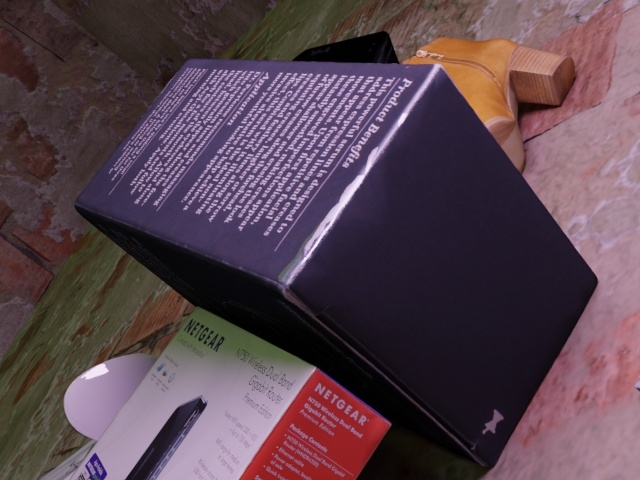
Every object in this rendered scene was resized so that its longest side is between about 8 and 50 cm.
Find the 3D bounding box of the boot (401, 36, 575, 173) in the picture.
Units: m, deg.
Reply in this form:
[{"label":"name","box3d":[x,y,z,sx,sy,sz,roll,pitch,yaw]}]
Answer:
[{"label":"boot","box3d":[0.155,-0.146,1.052,0.211,0.104,0.295,16,54,39]}]

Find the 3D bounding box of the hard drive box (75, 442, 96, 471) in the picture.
[{"label":"hard drive box","box3d":[-0.234,0.374,0.959,0.089,0.181,0.232,-13,43,58]}]

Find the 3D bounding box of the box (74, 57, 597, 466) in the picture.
[{"label":"box","box3d":[0.000,0.000,0.826,0.395,0.293,0.212,17,68,51]}]

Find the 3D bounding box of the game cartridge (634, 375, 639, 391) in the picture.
[{"label":"game cartridge","box3d":[0.267,0.105,0.614,0.056,0.017,0.083,-52,20,7]}]

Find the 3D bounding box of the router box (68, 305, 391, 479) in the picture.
[{"label":"router box","box3d":[-0.123,0.221,0.747,0.301,0.082,0.335,-55,21,-11]}]

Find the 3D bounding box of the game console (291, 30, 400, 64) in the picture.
[{"label":"game console","box3d":[-0.021,-0.105,1.136,0.213,0.044,0.361,2,68,52]}]

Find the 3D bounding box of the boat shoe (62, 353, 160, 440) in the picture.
[{"label":"boat shoe","box3d":[-0.167,0.185,1.054,0.102,0.301,0.108,-27,74,59]}]

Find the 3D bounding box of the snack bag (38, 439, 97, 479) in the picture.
[{"label":"snack bag","box3d":[-0.371,0.344,1.323,0.323,0.037,0.342,-37,4,-39]}]
